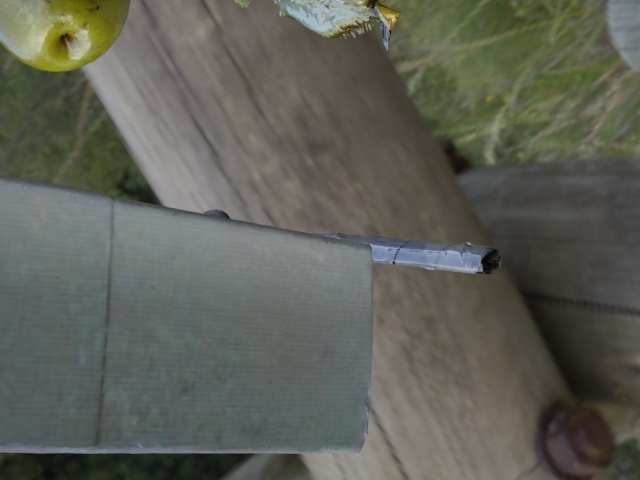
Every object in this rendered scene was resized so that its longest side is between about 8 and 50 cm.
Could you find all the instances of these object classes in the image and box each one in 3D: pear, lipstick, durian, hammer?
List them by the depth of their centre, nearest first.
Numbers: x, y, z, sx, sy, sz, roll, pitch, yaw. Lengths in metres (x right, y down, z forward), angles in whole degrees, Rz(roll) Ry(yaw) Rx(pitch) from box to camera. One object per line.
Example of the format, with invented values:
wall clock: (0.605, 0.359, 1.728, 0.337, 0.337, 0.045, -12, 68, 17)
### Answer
lipstick: (-0.118, 0.015, 0.322, 0.066, 0.317, 0.068, -6, 79, 45)
pear: (-0.224, -0.222, 1.214, 0.104, 0.141, 0.141, -27, 100, 29)
durian: (-0.002, -0.291, 1.444, 0.237, 0.138, 0.193, 25, -179, 29)
hammer: (0.000, 0.001, 1.502, 0.427, 0.152, 0.044, 5, 95, 31)
